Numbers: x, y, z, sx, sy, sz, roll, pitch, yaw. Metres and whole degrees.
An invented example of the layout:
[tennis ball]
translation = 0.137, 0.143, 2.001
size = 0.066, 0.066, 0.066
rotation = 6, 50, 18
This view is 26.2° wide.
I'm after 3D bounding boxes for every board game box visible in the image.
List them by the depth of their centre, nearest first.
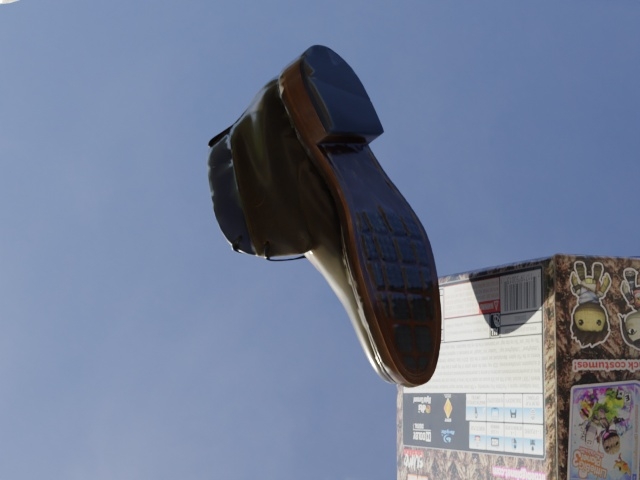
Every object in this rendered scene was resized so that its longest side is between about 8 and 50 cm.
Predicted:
[board game box]
translation = 0.150, 0.163, 0.823
size = 0.232, 0.141, 0.291
rotation = 163, -71, -71

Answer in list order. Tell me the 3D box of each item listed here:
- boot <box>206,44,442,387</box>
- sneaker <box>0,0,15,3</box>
[boot]
translation = 0.000, 0.000, 0.848
size = 0.106, 0.082, 0.219
rotation = -30, -113, 35
[sneaker]
translation = -0.023, -0.157, 0.425
size = 0.299, 0.112, 0.121
rotation = -23, -104, 37
